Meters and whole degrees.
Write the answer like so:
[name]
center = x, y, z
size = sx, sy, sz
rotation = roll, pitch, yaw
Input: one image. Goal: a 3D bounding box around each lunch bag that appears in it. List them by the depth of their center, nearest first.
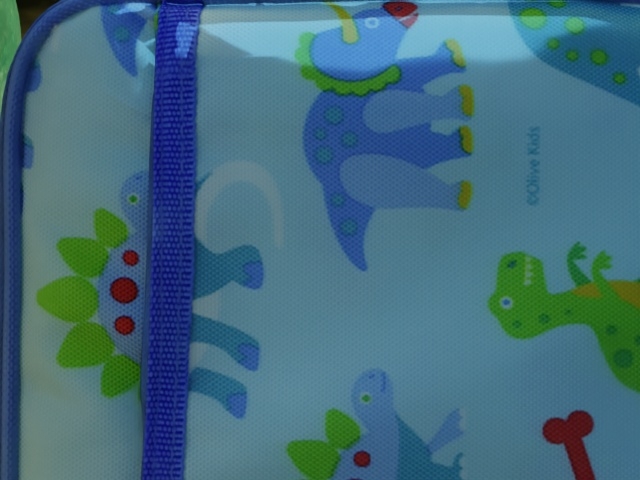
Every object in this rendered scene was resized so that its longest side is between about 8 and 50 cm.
[lunch bag]
center = 0.010, 0.051, 0.382
size = 0.176, 0.219, 0.090
rotation = 3, -1, 1

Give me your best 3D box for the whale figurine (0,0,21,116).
[whale figurine]
center = -0.204, -0.013, 0.567
size = 0.216, 0.141, 0.272
rotation = 11, 63, 32
